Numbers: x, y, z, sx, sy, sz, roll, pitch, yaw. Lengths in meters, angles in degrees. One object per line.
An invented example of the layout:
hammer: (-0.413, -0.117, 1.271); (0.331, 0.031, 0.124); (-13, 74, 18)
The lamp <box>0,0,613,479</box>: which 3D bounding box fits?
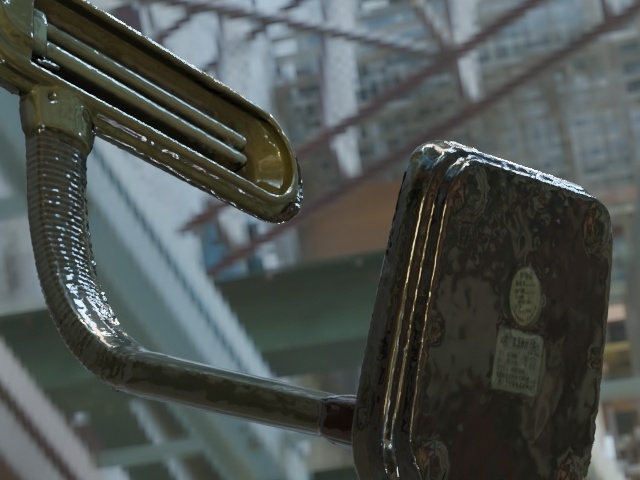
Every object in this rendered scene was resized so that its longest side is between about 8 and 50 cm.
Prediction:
lamp: (-0.004, 0.006, 0.720); (0.203, 0.283, 0.125); (14, 99, -50)
